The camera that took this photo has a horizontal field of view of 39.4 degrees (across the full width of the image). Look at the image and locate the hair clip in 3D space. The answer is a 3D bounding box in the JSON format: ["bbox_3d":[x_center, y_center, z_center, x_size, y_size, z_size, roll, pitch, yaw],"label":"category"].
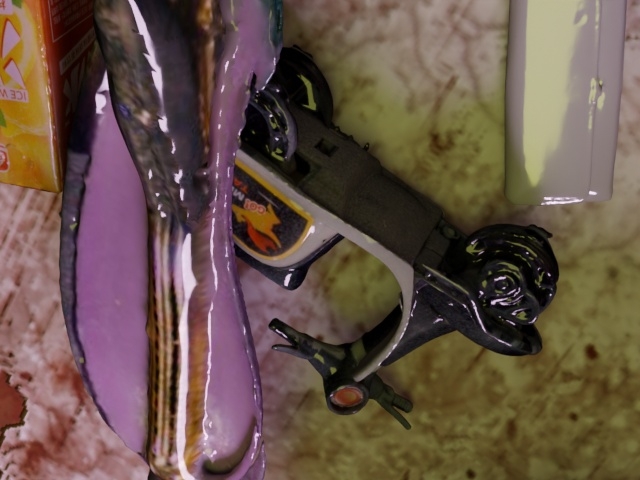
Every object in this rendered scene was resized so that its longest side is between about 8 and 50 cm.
[{"bbox_3d":[-0.081,0.005,0.453,0.110,0.096,0.359,-2,129,-11],"label":"hair clip"}]

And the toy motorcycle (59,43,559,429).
[{"bbox_3d":[0.000,0.000,0.499,0.263,0.091,0.157,35,119,2],"label":"toy motorcycle"}]

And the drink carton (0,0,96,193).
[{"bbox_3d":[-0.175,-0.142,0.472,0.096,0.071,0.223,10,124,9],"label":"drink carton"}]

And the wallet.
[{"bbox_3d":[0.129,-0.080,0.476,0.061,0.025,0.122,0,107,5],"label":"wallet"}]
